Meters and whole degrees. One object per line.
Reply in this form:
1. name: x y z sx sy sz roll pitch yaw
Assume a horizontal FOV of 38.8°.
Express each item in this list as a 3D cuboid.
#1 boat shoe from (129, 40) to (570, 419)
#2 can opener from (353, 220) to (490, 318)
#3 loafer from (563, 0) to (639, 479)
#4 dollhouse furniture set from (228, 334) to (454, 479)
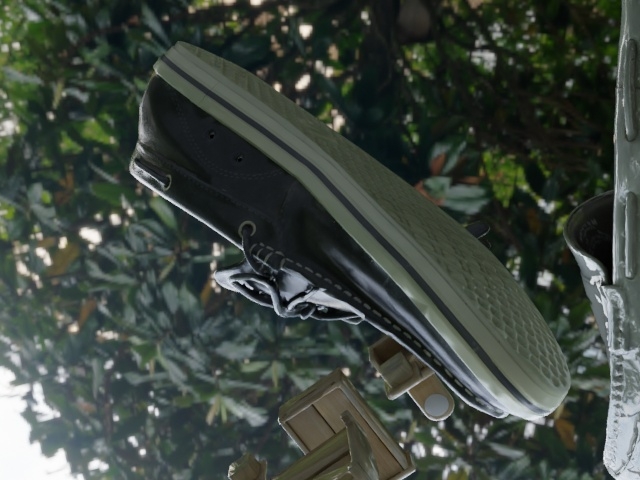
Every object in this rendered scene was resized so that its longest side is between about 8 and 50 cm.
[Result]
1. boat shoe: 0.000 0.000 0.794 0.500 0.156 0.186 40 -165 30
2. can opener: 0.112 0.032 0.973 0.186 0.059 0.073 -32 -129 -18
3. loafer: 0.190 0.009 0.495 0.111 0.320 0.112 21 -143 29
4. dollhouse furniture set: 0.050 0.305 1.092 0.303 0.174 0.355 -36 -167 8
